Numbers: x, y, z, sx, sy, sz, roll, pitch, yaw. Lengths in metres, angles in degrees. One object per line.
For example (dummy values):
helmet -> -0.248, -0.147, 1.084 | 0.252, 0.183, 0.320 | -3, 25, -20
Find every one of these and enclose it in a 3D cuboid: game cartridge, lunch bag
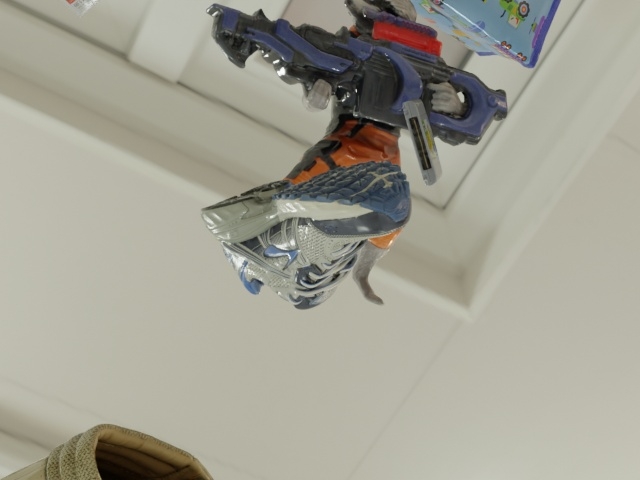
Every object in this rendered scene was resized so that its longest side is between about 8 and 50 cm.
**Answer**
game cartridge -> 0.100, -0.097, 1.102 | 0.056, 0.017, 0.083 | -48, -58, -77
lunch bag -> 0.228, -0.403, 1.432 | 0.221, 0.293, 0.138 | 27, -177, -32

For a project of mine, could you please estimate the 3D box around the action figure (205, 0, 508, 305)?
action figure -> 0.002, -0.131, 1.205 | 0.341, 0.330, 0.178 | 22, 178, -22

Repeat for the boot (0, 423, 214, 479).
boot -> -0.136, 0.229, 0.744 | 0.262, 0.203, 0.095 | 52, -156, -30

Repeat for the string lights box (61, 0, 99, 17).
string lights box -> -0.265, -0.342, 1.029 | 0.259, 0.133, 0.077 | 41, -158, -37

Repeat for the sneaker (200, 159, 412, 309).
sneaker -> 0.000, 0.000, 0.514 | 0.052, 0.135, 0.058 | -24, -80, -32
